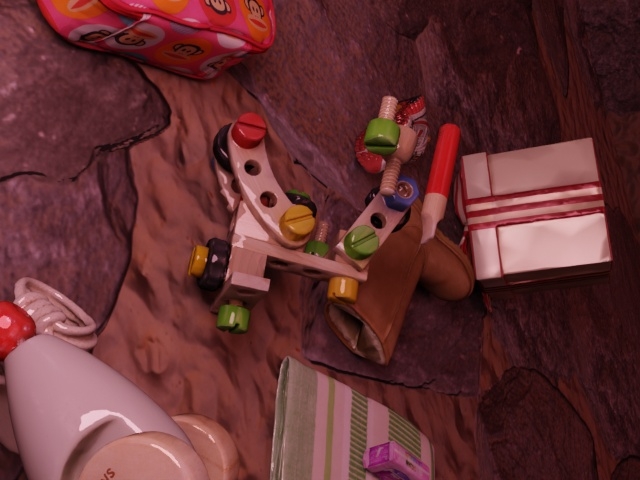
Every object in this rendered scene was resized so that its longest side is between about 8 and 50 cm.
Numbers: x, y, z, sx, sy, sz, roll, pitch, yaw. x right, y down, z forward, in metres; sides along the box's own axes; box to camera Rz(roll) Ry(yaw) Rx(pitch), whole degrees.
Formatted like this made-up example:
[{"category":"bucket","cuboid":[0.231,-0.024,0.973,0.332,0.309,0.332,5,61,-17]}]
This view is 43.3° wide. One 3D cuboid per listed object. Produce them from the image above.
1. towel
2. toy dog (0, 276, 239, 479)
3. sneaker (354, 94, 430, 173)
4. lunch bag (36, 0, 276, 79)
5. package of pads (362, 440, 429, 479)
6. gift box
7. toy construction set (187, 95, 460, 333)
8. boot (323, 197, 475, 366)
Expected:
[{"category":"towel","cuboid":[0.050,0.320,1.039,0.325,0.038,0.248,34,49,-39]},{"category":"toy dog","cuboid":[-0.214,0.147,0.586,0.161,0.333,0.220,-57,148,-4]},{"category":"sneaker","cuboid":[0.130,-0.157,1.289,0.225,0.088,0.093,-47,118,-50]},{"category":"lunch bag","cuboid":[-0.185,-0.327,0.882,0.293,0.120,0.258,0,75,-56]},{"category":"package of pads","cuboid":[0.098,0.292,1.040,0.083,0.050,0.032,41,37,-33]},{"category":"gift box","cuboid":[0.377,-0.014,1.456,0.276,0.258,0.255,47,38,-65]},{"category":"toy construction set","cuboid":[0.000,0.000,0.886,0.257,0.309,0.237,35,56,-34]},{"category":"boot","cuboid":[0.123,0.083,1.207,0.236,0.089,0.269,48,42,-19]}]
